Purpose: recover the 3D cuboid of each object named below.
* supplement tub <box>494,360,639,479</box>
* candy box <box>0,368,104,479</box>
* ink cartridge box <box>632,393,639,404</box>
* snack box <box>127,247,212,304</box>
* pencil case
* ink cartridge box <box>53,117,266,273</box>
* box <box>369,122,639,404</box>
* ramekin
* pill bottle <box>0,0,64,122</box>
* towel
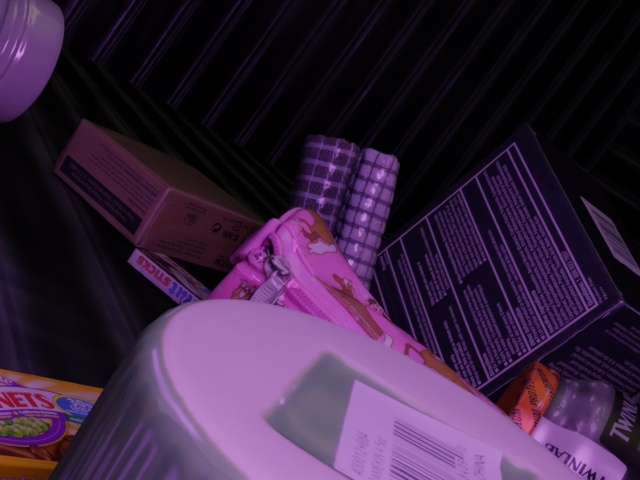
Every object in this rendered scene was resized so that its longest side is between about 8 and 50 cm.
[{"bbox_3d":[0.298,0.266,0.936,0.316,0.194,0.193,34,7,6],"label":"supplement tub"},{"bbox_3d":[-0.179,0.109,0.561,0.105,0.027,0.206,35,6,38],"label":"candy box"},{"bbox_3d":[0.444,0.284,1.403,0.289,0.211,0.121,35,9,19],"label":"ink cartridge box"},{"bbox_3d":[-0.131,0.068,1.063,0.178,0.022,0.064,36,6,22],"label":"snack box"},{"bbox_3d":[0.066,0.150,0.686,0.386,0.160,0.167,44,22,21],"label":"pencil case"},{"bbox_3d":[-0.204,-0.051,1.287,0.193,0.088,0.234,36,8,33],"label":"ink cartridge box"},{"bbox_3d":[0.231,0.077,1.170,0.182,0.294,0.296,30,32,-37],"label":"box"},{"bbox_3d":[0.011,0.155,0.455,0.303,0.148,0.303,28,12,-6],"label":"ramekin"},{"bbox_3d":[-0.491,-0.283,1.109,0.361,0.204,0.204,26,10,-43],"label":"pill bottle"},{"bbox_3d":[0.000,0.000,1.156,0.121,0.235,0.283,15,0,-3],"label":"towel"}]
